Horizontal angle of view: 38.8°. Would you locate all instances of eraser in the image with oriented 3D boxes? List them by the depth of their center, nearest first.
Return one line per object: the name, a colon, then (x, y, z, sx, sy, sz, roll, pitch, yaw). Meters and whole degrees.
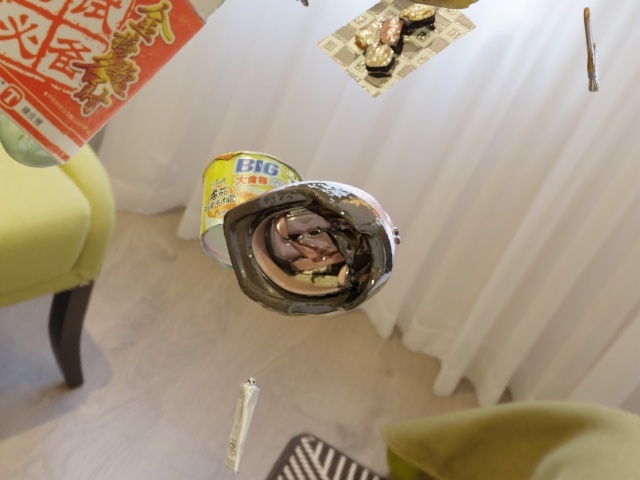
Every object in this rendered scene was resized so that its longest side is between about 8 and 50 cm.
eraser: (-0.183, -0.192, 0.732, 0.038, 0.230, 0.157, 41, -5, 45)

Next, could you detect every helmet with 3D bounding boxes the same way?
helmet: (0.000, 0.000, 1.322, 0.253, 0.198, 0.154, 4, 26, 41)

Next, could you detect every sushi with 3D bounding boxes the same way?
sushi: (0.111, -0.306, 1.301, 0.201, 0.031, 0.139, -37, 62, -12)

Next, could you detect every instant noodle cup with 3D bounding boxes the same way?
instant noodle cup: (-0.133, -0.043, 1.654, 0.204, 0.205, 0.153, 17, 56, -11)

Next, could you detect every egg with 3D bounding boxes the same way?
egg: (-0.555, -0.233, 1.818, 0.168, 0.168, 0.231, 23, 26, -3)

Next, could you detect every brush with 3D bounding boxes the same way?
brush: (0.340, -0.243, 1.140, 0.014, 0.170, 0.043, 0, 70, 20)

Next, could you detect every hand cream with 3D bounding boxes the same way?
hand cream: (-0.078, 0.178, 0.879, 0.019, 0.093, 0.030, 15, -1, -31)

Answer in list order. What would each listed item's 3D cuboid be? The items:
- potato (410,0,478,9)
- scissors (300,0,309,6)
potato: (0.116, -0.319, 1.052, 0.170, 0.080, 0.107, 19, -2, 20)
scissors: (-0.074, -0.455, 1.456, 0.138, 0.041, 0.289, 57, 2, -29)
